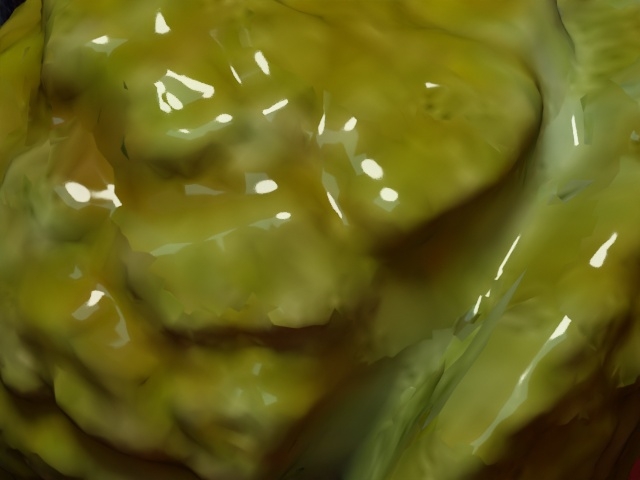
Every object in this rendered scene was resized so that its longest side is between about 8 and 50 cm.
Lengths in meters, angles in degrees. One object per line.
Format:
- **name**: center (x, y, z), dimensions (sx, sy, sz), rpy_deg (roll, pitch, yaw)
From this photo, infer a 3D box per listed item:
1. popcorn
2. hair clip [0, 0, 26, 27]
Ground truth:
- **popcorn**: center (0.004, -0.009, 0.524), dimensions (0.282, 0.247, 0.282), rpy_deg (1, 59, -1)
- **hair clip**: center (-0.161, -0.038, 0.696), dimensions (0.083, 0.048, 0.275), rpy_deg (-4, 60, 7)
